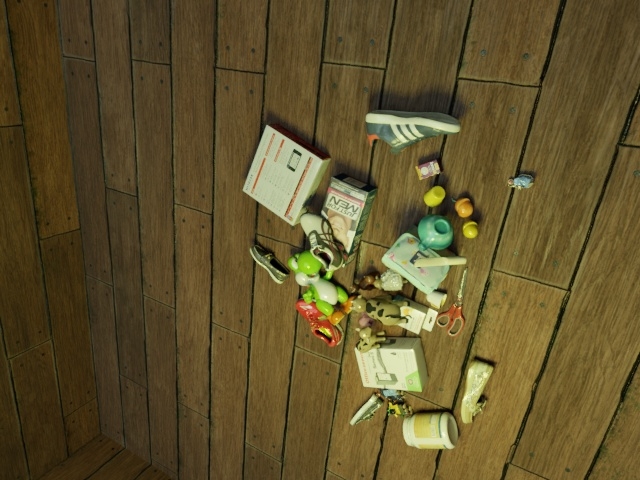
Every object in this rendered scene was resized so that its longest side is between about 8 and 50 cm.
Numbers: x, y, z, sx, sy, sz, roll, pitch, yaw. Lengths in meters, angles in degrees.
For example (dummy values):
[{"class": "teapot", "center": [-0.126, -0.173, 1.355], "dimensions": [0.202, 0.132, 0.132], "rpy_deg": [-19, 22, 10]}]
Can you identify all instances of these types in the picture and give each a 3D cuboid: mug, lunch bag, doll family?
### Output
[{"class": "mug", "center": [0.459, 0.237, 1.784], "dimensions": [0.064, 0.062, 0.078], "rpy_deg": [23, 110, 30]}, {"class": "lunch bag", "center": [0.365, 0.078, 1.661], "dimensions": [0.223, 0.262, 0.160], "rpy_deg": [39, 121, 13]}, {"class": "doll family", "center": [0.330, 0.730, 2.017], "dimensions": [0.111, 0.076, 0.193], "rpy_deg": [-22, 90, 37]}]

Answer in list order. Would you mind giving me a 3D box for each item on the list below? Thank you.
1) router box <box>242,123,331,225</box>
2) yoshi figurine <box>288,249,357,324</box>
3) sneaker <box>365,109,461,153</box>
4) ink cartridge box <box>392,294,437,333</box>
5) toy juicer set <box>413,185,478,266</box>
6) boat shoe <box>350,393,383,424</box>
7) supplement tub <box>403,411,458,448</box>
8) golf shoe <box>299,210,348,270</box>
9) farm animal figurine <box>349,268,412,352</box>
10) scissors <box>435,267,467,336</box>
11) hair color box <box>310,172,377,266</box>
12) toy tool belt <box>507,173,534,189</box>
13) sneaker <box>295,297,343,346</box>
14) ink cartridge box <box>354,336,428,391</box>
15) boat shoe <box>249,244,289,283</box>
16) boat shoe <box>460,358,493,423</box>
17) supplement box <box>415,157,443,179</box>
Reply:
[{"class": "router box", "center": [-0.154, -0.285, 1.935], "dimensions": [0.301, 0.082, 0.335], "rpy_deg": [36, 120, 15]}, {"class": "yoshi figurine", "center": [0.001, 0.181, 1.955], "dimensions": [0.362, 0.203, 0.203], "rpy_deg": [46, 106, 11]}, {"class": "sneaker", "center": [0.330, -0.384, 1.616], "dimensions": [0.350, 0.131, 0.148], "rpy_deg": [15, 120, 31]}, {"class": "ink cartridge box", "center": [0.380, 0.313, 1.850], "dimensions": [0.181, 0.061, 0.104], "rpy_deg": [22, 116, 21]}, {"class": "toy juicer set", "center": [0.453, -0.023, 1.602], "dimensions": [0.209, 0.329, 0.089], "rpy_deg": [17, 160, -3]}, {"class": "boat shoe", "center": [0.216, 0.814, 2.101], "dimensions": [0.070, 0.078, 0.219], "rpy_deg": [40, 119, 13]}, {"class": "supplement tub", "center": [0.472, 0.818, 1.919], "dimensions": [0.199, 0.144, 0.144], "rpy_deg": [-16, 98, 32]}, {"class": "golf shoe", "center": [0.000, 0.000, 1.800], "dimensions": [0.273, 0.120, 0.105], "rpy_deg": [52, 125, 6]}, {"class": "farm animal figurine", "center": [0.210, 0.290, 1.785], "dimensions": [0.327, 0.172, 0.330], "rpy_deg": [-16, 78, 57]}, {"class": "scissors", "center": [0.554, 0.251, 1.761], "dimensions": [0.109, 0.021, 0.297], "rpy_deg": [31, 118, 20]}, {"class": "hair color box", "center": [0.093, -0.083, 1.852], "dimensions": [0.174, 0.105, 0.347], "rpy_deg": [26, 118, 20]}, {"class": "toy tool belt", "center": [0.680, -0.198, 1.517], "dimensions": [0.083, 0.051, 0.052], "rpy_deg": [5, 108, 28]}, {"class": "sneaker", "center": [-0.012, 0.375, 2.056], "dimensions": [0.279, 0.118, 0.107], "rpy_deg": [41, 121, 11]}, {"class": "ink cartridge box", "center": [0.306, 0.531, 1.933], "dimensions": [0.273, 0.115, 0.198], "rpy_deg": [-7, 103, 31]}, {"class": "boat shoe", "center": [-0.238, 0.100, 2.117], "dimensions": [0.228, 0.081, 0.068], "rpy_deg": [46, 120, 0]}, {"class": "boat shoe", "center": [0.627, 0.618, 1.790], "dimensions": [0.089, 0.104, 0.285], "rpy_deg": [12, 111, 28]}, {"class": "supplement box", "center": [0.404, -0.265, 1.654], "dimensions": [0.083, 0.043, 0.055], "rpy_deg": [-18, 96, 32]}]
